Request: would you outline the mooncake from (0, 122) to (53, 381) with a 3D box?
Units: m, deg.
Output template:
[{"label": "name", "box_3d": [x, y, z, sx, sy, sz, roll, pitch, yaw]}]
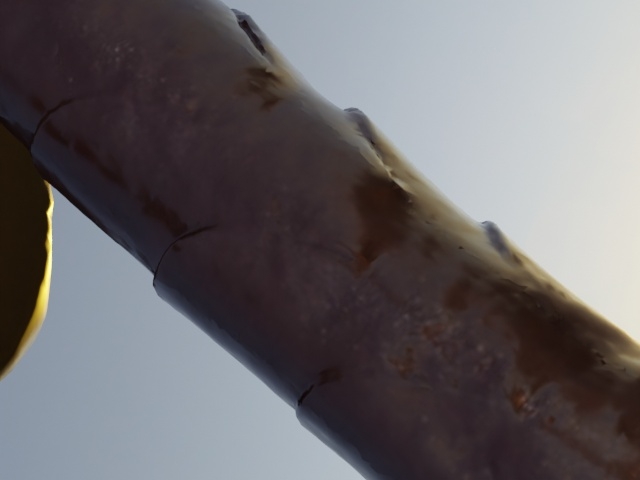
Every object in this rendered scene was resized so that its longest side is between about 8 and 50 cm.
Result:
[{"label": "mooncake", "box_3d": [-0.424, -0.016, 0.968, 0.262, 0.467, 0.467, -41, 8, 48]}]

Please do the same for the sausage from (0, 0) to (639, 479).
[{"label": "sausage", "box_3d": [-0.002, 0.000, 0.417, 0.088, 0.433, 0.088, -36, -29, -24]}]
